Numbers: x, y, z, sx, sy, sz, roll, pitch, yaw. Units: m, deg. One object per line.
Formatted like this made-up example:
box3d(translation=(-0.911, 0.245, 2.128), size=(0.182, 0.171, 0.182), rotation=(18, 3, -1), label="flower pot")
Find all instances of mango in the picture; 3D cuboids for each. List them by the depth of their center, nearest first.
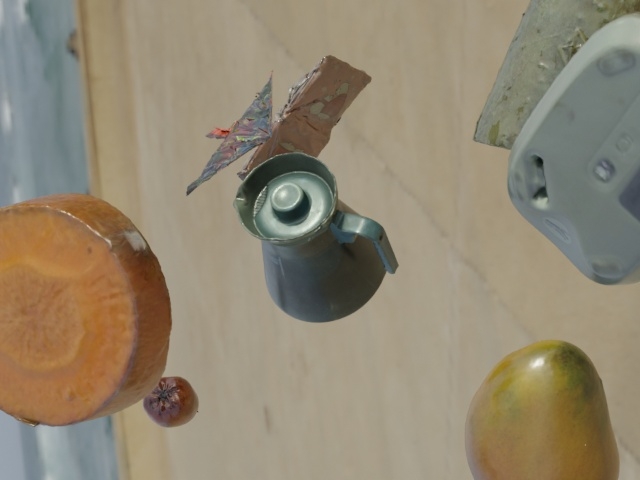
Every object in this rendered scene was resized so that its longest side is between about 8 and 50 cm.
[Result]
box3d(translation=(0.257, 0.233, 1.550), size=(0.139, 0.176, 0.254), rotation=(-96, -11, -64), label="mango")

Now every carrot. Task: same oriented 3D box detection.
box3d(translation=(-0.281, 0.077, 1.420), size=(0.258, 0.100, 0.307), rotation=(54, 133, 3), label="carrot")

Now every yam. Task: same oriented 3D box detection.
box3d(translation=(0.299, -0.215, 1.571), size=(0.268, 0.161, 0.161), rotation=(-65, 20, 8), label="yam")

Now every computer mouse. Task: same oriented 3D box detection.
box3d(translation=(0.294, -0.083, 1.248), size=(0.197, 0.095, 0.331), rotation=(43, 147, 9), label="computer mouse")

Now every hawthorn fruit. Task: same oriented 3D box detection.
box3d(translation=(-0.221, 0.248, 1.983), size=(0.093, 0.081, 0.081), rotation=(57, -163, -61), label="hawthorn fruit")

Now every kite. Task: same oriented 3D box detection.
box3d(translation=(-0.111, -0.151, 1.823), size=(0.009, 0.232, 0.189), rotation=(45, 161, -27), label="kite")

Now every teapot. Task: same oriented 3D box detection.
box3d(translation=(0.000, 0.000, 1.711), size=(0.171, 0.203, 0.225), rotation=(-68, -25, -21), label="teapot")

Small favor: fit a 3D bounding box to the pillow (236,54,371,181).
box3d(translation=(-0.030, -0.181, 2.058), size=(0.049, 0.135, 0.248), rotation=(44, 107, 31), label="pillow")
